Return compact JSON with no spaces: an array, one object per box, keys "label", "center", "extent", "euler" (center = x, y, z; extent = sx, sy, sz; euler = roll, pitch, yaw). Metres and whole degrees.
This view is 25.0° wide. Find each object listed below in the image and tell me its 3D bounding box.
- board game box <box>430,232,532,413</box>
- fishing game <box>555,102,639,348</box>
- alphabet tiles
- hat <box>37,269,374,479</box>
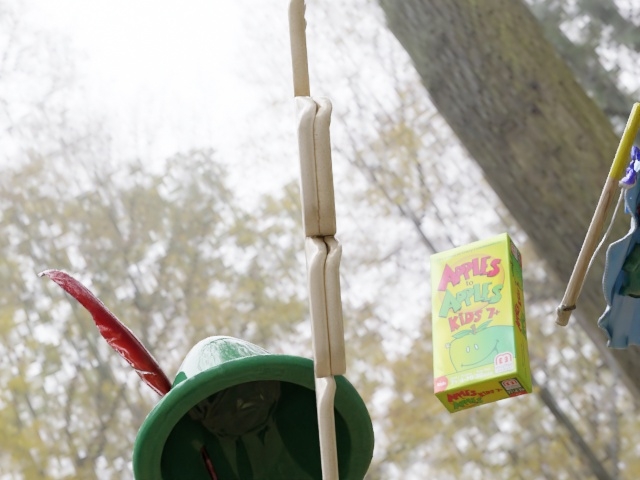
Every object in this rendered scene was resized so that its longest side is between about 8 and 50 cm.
[{"label":"board game box","center":[0.167,0.085,1.517],"extent":[0.092,0.181,0.043],"euler":[-18,-43,23]},{"label":"fishing game","center":[0.236,-0.012,0.923],"extent":[0.264,0.041,0.189],"euler":[15,-82,-58]},{"label":"alphabet tiles","center":[0.000,0.000,0.833],"extent":[0.021,0.277,0.284],"euler":[-5,-1,0]},{"label":"hat","center":[-0.074,0.100,1.086],"extent":[0.173,0.183,0.208],"euler":[-31,-55,3]}]
